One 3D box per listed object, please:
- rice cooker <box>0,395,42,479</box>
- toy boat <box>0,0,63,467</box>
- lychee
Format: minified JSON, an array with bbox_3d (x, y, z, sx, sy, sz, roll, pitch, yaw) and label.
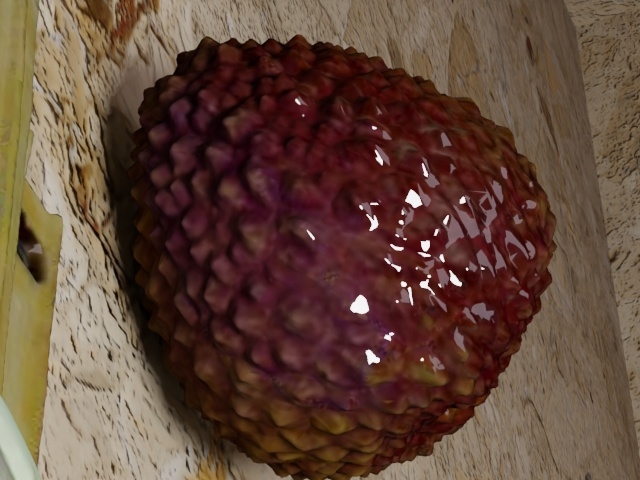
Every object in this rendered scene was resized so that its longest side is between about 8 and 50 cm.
[{"bbox_3d":[-0.190,0.102,0.261,0.277,0.288,0.288,-32,106,-73],"label":"rice cooker"},{"bbox_3d":[-0.154,0.018,0.708,0.162,0.136,0.445,63,18,-47],"label":"toy boat"},{"bbox_3d":[0.000,0.000,1.068,0.271,0.271,0.271,-16,90,-73],"label":"lychee"}]
